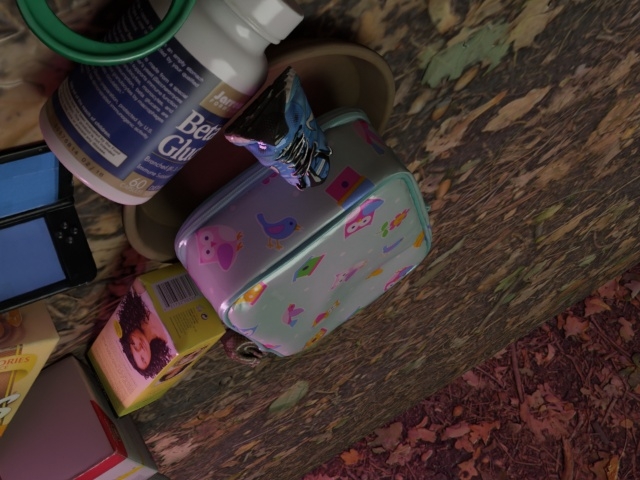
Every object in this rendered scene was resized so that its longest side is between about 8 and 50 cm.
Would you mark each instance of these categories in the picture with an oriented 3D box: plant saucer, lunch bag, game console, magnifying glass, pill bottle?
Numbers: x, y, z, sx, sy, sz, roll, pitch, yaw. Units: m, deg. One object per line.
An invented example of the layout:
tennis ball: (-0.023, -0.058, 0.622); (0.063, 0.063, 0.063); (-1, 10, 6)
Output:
plant saucer: (-0.056, -0.079, 0.706); (0.278, 0.041, 0.278); (-30, 157, -14)
lunch bag: (0.000, 0.000, 0.752); (0.224, 0.108, 0.279); (-40, 161, -1)
game console: (-0.229, -0.004, 0.573); (0.122, 0.107, 0.071); (-20, -177, -31)
magnifying glass: (-0.066, -0.184, 0.432); (0.231, 0.092, 0.026); (-41, -165, -12)
pill bottle: (-0.094, -0.110, 0.507); (0.169, 0.094, 0.094); (-42, 158, 17)

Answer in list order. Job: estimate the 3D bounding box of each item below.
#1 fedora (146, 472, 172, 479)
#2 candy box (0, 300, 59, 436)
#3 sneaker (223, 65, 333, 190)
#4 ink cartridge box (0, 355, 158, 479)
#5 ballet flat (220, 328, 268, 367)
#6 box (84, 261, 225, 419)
fedora: (-0.340, 0.363, 1.104); (0.243, 0.124, 0.275); (-40, 150, 7)
candy box: (-0.371, 0.154, 0.667); (0.183, 0.087, 0.316); (-8, 147, -47)
sneaker: (-0.017, -0.073, 0.550); (0.063, 0.073, 0.162); (-44, -177, 7)
ink cartridge box: (-0.289, 0.237, 0.909); (0.127, 0.128, 0.176); (-31, 158, -8)
ballet flat: (-0.035, 0.132, 1.154); (0.250, 0.058, 0.084); (-13, 151, -43)
box: (-0.178, 0.109, 0.808); (0.058, 0.087, 0.232); (-22, 165, -36)
